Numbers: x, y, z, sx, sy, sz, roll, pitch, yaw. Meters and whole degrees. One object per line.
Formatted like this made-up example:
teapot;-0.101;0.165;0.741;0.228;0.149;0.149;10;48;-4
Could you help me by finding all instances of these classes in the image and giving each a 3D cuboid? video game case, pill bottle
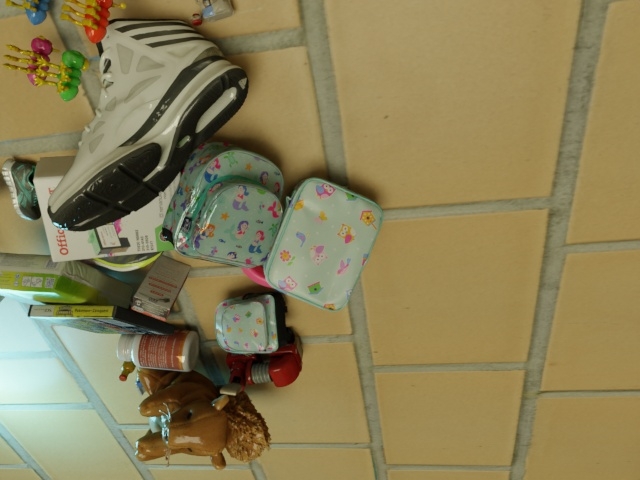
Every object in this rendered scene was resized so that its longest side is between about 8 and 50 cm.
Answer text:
video game case;-0.569;0.214;1.250;0.248;0.035;0.275;-2;160;13
pill bottle;-0.483;0.322;1.404;0.216;0.121;0.121;5;126;3

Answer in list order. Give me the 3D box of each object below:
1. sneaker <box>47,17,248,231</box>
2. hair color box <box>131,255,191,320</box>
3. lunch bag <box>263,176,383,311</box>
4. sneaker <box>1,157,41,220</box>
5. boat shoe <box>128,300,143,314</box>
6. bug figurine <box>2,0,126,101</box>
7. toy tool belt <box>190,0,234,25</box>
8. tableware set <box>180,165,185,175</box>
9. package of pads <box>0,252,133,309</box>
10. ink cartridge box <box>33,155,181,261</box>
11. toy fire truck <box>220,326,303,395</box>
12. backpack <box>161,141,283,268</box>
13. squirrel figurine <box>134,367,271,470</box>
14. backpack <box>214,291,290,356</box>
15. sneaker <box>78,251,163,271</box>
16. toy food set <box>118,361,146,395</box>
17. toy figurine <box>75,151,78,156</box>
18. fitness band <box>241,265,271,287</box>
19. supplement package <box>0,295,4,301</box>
sneaker;-0.376;-0.237;0.901;0.447;0.169;0.257;-43;78;-2
hair color box;-0.411;0.120;1.221;0.093;0.167;0.053;23;125;-9
lunch bag;0.000;0.000;1.066;0.224;0.108;0.279;23;92;-7
sneaker;-0.711;-0.119;1.150;0.076;0.065;0.167;2;128;1
boat shoe;-0.573;0.200;1.376;0.049;0.040;0.142;-27;119;24
bug figurine;-0.470;-0.372;0.845;0.279;0.072;0.216;26;101;27
toy tool belt;-0.205;-0.437;0.874;0.083;0.052;0.051;-12;92;11
tableware set;-0.318;-0.102;1.140;0.168;0.020;0.141;37;116;-15
package of pads;-0.668;0.117;1.206;0.229;0.101;0.296;2;159;11
ink cartridge box;-0.450;-0.076;1.030;0.278;0.117;0.201;-6;122;-20
toy fire truck;-0.176;0.366;1.322;0.216;0.246;0.159;-7;125;12
backpack;-0.194;-0.075;1.003;0.225;0.191;0.254;17;95;-40
squirrel figurine;-0.324;0.514;1.365;0.396;0.281;0.370;12;163;-32
backpack;-0.197;0.228;1.276;0.188;0.144;0.166;-7;88;23
sneaker;-0.543;-0.002;1.189;0.299;0.111;0.121;4;122;1
toy food set;-0.562;0.472;1.531;0.111;0.105;0.232;-2;125;8
toy figurine;-0.526;-0.112;1.123;0.159;0.130;0.173;24;101;-27
fitness band;-0.069;0.045;1.198;0.290;0.054;0.209;11;126;0
supplement package;-1.013;0.089;1.262;0.175;0.178;0.293;13;126;-2
